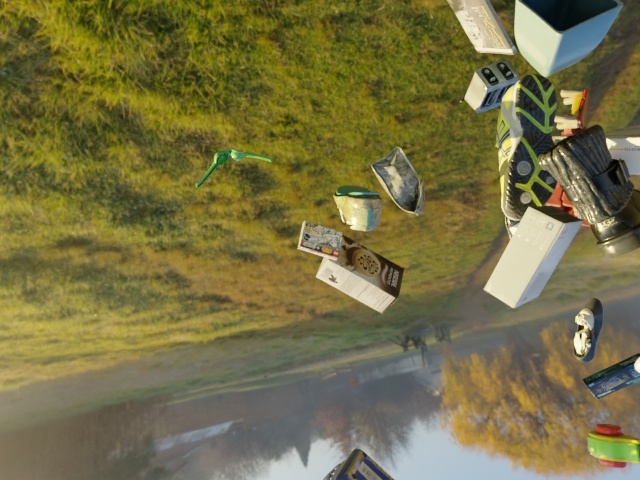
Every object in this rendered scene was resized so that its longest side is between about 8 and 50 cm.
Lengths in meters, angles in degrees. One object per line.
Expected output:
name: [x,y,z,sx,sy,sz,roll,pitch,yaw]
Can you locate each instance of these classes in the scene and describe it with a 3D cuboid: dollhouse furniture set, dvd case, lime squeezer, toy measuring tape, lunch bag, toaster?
dollhouse furniture set: [0.806,-0.253,1.374,0.152,0.375,0.201,13,176,38]
dvd case: [0.451,-0.621,1.253,0.018,0.164,0.221,-47,121,5]
lime squeezer: [-0.333,-0.296,1.637,0.309,0.110,0.059,-17,144,11]
toy measuring tape: [0.833,0.583,1.221,0.121,0.122,0.330,-16,166,5]
lunch bag: [0.370,-0.244,1.943,0.168,0.287,0.235,-33,174,13]
toaster: [0.708,-0.639,1.850,0.167,0.110,0.186,-21,156,-11]

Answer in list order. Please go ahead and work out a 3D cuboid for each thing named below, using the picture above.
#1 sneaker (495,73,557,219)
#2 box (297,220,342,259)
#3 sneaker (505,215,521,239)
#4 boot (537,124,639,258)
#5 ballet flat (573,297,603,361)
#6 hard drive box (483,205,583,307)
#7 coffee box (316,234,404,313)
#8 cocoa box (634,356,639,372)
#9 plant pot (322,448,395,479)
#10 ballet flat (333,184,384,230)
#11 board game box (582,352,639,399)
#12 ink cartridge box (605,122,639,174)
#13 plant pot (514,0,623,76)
sneaker: [0.558,-0.245,1.216,0.145,0.386,0.147,8,178,-5]
box: [0.000,0.000,1.427,0.136,0.094,0.027,18,153,-15]
sneaker: [0.805,-0.019,1.683,0.122,0.331,0.146,-17,-171,-31]
boot: [0.627,-0.126,0.977,0.131,0.260,0.347,-37,169,36]
ballet flat: [0.831,0.279,1.377,0.074,0.204,0.074,9,-179,0]
hard drive box: [0.528,0.036,1.089,0.181,0.089,0.232,-5,122,-47]
coffee box: [0.154,0.123,1.676,0.296,0.168,0.119,29,132,-6]
cocoa box: [0.600,0.090,0.510,0.346,0.228,0.232,-20,139,-34]
plant pot: [0.117,0.848,1.444,0.212,0.235,0.236,-57,162,16]
ballet flat: [0.101,-0.091,1.247,0.123,0.123,0.348,-14,-169,-2]
board game box: [0.956,0.440,1.419,0.186,0.026,0.126,-35,125,19]
ink cartridge box: [1.006,-0.291,1.354,0.272,0.114,0.197,-16,-164,-15]
plant pot: [0.871,-0.760,1.613,0.247,0.247,0.252,-25,149,-1]
